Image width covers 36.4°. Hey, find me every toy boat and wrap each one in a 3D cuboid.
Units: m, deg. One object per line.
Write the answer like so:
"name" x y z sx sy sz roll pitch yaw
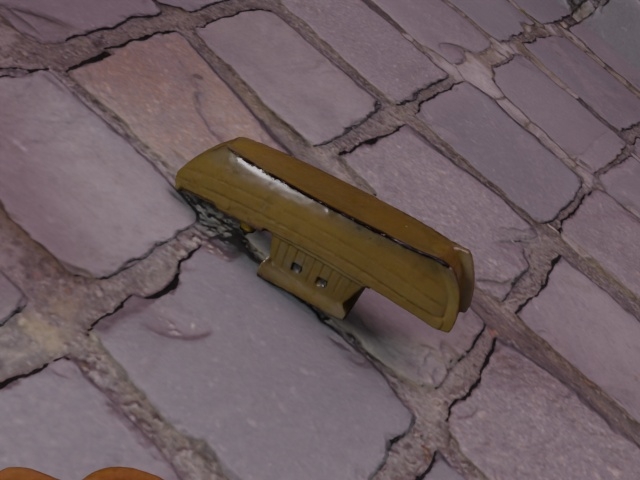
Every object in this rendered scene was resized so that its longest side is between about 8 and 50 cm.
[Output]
"toy boat" 0.000 0.000 0.973 0.321 0.121 0.089 27 32 10

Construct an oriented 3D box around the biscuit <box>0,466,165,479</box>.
"biscuit" -0.106 0.247 0.637 0.334 0.047 0.202 27 35 -14
